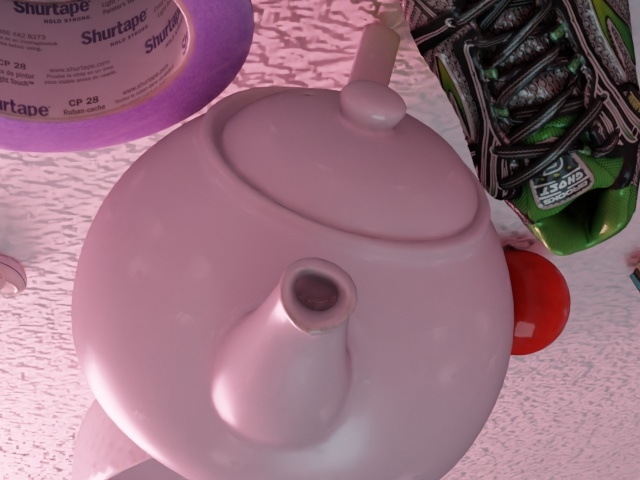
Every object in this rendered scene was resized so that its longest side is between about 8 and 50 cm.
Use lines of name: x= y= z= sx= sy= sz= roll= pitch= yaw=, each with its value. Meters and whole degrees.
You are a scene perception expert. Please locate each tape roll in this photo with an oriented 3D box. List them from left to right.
tape roll: x=-0.131 y=-0.126 z=0.619 sx=0.189 sy=0.080 sz=0.189 roll=-9 pitch=153 yaw=-5

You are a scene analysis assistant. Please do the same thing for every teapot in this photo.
teapot: x=0.000 y=0.000 z=0.657 sx=0.253 sy=0.256 sz=0.187 roll=-7 pitch=128 yaw=-40

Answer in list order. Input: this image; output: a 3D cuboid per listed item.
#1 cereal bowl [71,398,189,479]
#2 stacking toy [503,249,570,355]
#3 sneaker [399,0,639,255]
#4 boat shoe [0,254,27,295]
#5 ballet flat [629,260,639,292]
cereal bowl: x=-0.058 y=0.163 z=1.131 sx=0.339 sy=0.141 sz=0.339 roll=-9 pitch=152 yaw=-5
stacking toy: x=0.066 y=0.046 z=0.987 sx=0.330 sy=0.141 sz=0.141 roll=5 pitch=149 yaw=-39
sneaker: x=0.124 y=-0.103 z=0.686 sx=0.134 sy=0.146 sz=0.343 roll=-20 pitch=151 yaw=17
boat shoe: x=-0.248 y=0.026 z=0.913 sx=0.035 sy=0.035 sz=0.100 roll=-19 pitch=152 yaw=14
ballet flat: x=0.356 y=0.072 z=1.189 sx=0.086 sy=0.086 sz=0.248 roll=-18 pitch=151 yaw=14
